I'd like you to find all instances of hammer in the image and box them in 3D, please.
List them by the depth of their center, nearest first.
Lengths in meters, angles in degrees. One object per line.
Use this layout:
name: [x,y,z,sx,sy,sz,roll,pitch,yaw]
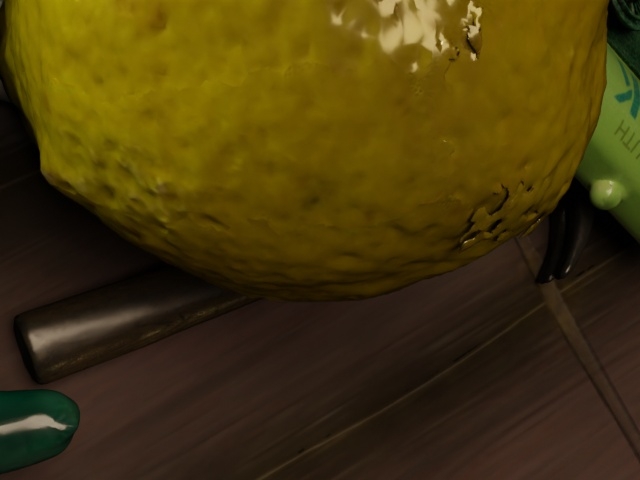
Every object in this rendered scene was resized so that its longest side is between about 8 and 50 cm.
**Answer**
hammer: [0.000,0.000,1.127,0.440,0.044,0.168,-19,85,-23]

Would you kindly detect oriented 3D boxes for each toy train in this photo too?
toy train: [0.210,-0.090,1.152,0.253,0.105,0.157,40,53,-39]

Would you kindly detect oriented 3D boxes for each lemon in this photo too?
lemon: [-0.014,-0.129,0.963,0.350,0.387,0.350,35,50,-57]

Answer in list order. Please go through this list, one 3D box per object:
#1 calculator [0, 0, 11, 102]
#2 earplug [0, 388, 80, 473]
calculator: [-0.169,-0.230,1.110,0.184,0.042,0.295,26,74,-14]
earplug: [-0.252,-0.014,0.964,0.164,0.280,0.257,-11,41,-39]
